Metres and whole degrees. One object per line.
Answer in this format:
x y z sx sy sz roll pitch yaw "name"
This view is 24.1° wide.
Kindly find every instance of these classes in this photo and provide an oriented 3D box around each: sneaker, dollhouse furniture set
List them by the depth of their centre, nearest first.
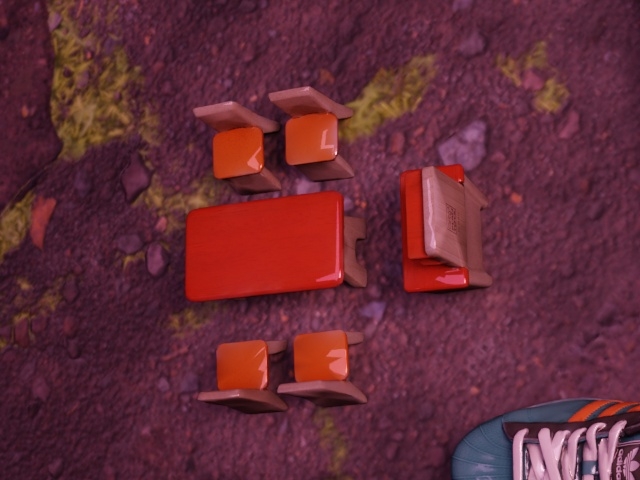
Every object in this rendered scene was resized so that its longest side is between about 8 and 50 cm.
0.227 0.162 1.103 0.302 0.121 0.108 -5 77 26 "sneaker"
0.000 0.000 1.241 0.259 0.135 0.262 -8 76 25 "dollhouse furniture set"
